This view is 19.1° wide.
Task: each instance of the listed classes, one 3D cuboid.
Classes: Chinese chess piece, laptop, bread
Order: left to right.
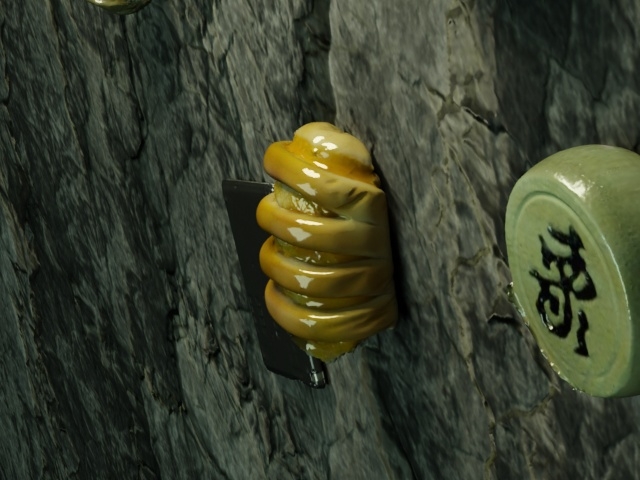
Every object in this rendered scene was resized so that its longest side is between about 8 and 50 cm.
[{"bbox_3d":[-0.042,0.035,1.643,0.129,0.016,0.180,9,114,66],"label":"laptop"},{"bbox_3d":[0.000,0.000,1.420,0.119,0.084,0.177,33,132,58],"label":"bread"},{"bbox_3d":[0.158,0.018,1.069,0.144,0.058,0.144,52,152,43],"label":"Chinese chess piece"}]

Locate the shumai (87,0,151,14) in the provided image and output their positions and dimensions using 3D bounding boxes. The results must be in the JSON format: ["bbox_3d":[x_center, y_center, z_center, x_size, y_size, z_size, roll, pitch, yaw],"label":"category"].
[{"bbox_3d":[-0.179,-0.266,1.659,0.124,0.099,0.087,42,131,-7],"label":"shumai"}]
